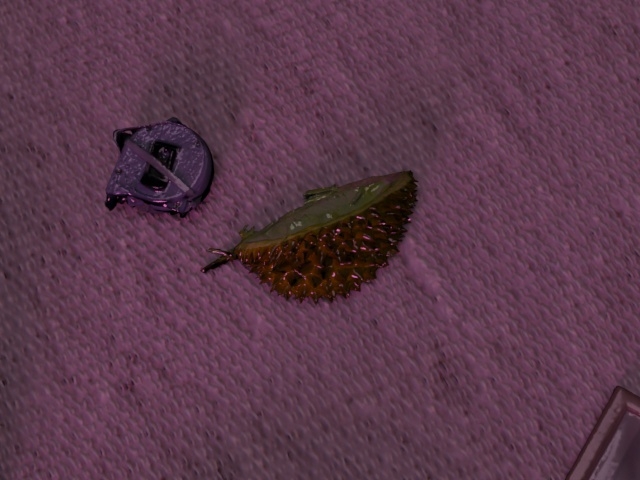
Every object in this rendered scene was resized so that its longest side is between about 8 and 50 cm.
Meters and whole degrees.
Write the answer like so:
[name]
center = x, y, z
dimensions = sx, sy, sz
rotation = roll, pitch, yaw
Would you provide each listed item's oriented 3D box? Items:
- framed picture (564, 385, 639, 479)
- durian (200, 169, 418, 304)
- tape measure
[framed picture]
center = 0.267, 0.294, 1.014
dimensions = 0.213, 0.016, 0.289
rotation = 31, 76, 12
[durian]
center = 0.000, 0.000, 1.109
dimensions = 0.215, 0.086, 0.100
rotation = -23, 38, -8
[tape measure]
center = -0.146, -0.067, 1.135
dimensions = 0.094, 0.054, 0.091
rotation = 3, 78, 6
